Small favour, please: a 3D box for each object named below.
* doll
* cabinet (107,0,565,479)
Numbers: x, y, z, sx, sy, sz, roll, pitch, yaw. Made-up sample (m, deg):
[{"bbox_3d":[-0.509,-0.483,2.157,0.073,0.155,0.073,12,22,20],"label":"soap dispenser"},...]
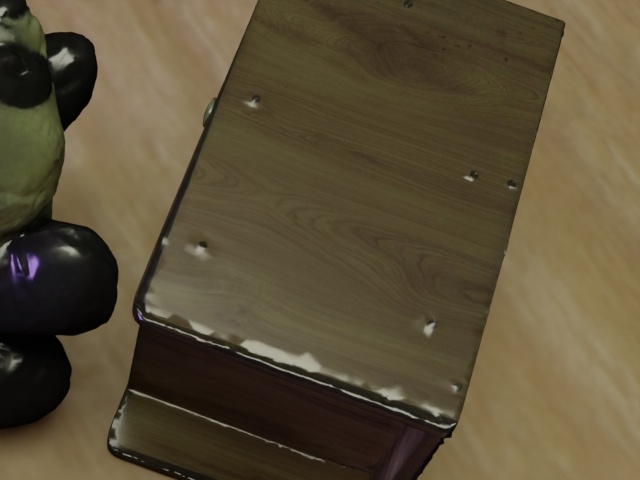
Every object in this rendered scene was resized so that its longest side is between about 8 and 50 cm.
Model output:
[{"bbox_3d":[-0.165,-0.011,0.710,0.135,0.234,0.143,2,58,-27],"label":"doll"},{"bbox_3d":[0.000,0.000,0.761,0.148,0.175,0.215,20,62,-1],"label":"cabinet"}]
